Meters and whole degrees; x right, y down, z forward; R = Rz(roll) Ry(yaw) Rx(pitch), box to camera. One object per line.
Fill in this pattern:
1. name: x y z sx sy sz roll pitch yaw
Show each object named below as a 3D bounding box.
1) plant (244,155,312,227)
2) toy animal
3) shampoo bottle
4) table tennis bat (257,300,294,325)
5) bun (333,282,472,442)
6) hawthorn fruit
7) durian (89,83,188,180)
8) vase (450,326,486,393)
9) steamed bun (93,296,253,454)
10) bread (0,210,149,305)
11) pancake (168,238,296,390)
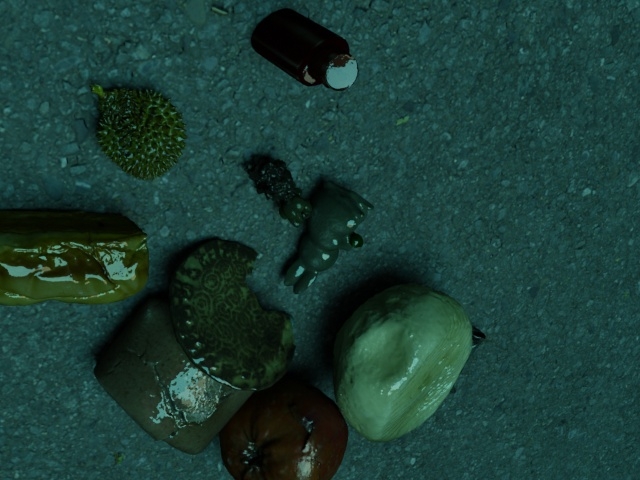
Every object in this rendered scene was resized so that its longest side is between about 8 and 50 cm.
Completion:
1. plant: -0.073 -0.095 1.593 0.085 0.087 0.174 -23 127 22
2. toy animal: 0.006 -0.006 1.685 0.236 0.138 0.108 -49 175 32
3. shampoo bottle: -0.024 -0.311 1.374 0.102 0.260 0.064 -39 128 -5
4. table tennis bat: -0.133 0.158 1.679 0.038 0.149 0.237 -31 155 27
5. bun: 0.154 0.252 1.812 0.349 0.227 0.352 -41 146 -22
6. hawthorn fruit: -0.054 0.423 1.796 0.307 0.276 0.276 8 114 -53
7. durian: -0.304 -0.186 1.396 0.146 0.102 0.208 -37 125 2
8. vase: 0.341 0.292 2.054 0.059 0.059 0.167 13 110 -34
9. steamed bun: -0.265 0.274 1.617 0.251 0.199 0.301 -44 128 0
10. bread: -0.439 0.028 1.399 0.294 0.167 0.132 -3 118 -28
11. pancake: -0.161 0.138 1.588 0.288 0.286 0.033 31 141 -26
